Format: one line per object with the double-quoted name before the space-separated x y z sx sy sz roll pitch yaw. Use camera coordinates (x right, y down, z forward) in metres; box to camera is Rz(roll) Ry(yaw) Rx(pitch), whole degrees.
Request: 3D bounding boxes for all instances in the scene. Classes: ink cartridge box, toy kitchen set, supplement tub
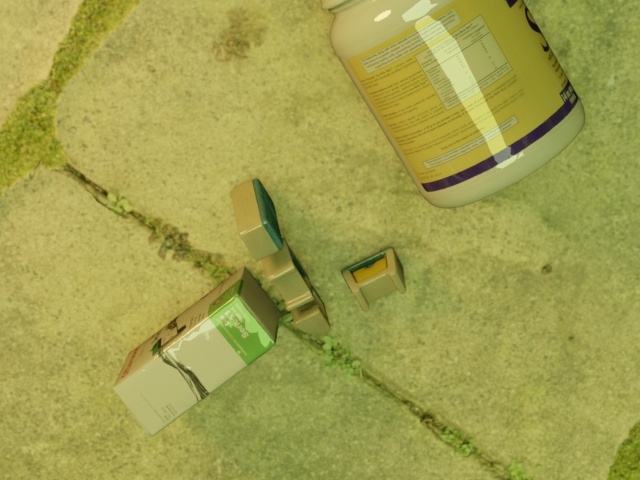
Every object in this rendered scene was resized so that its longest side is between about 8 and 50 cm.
"ink cartridge box" -0.168 0.151 1.982 0.219 0.160 0.093 -37 100 8
"toy kitchen set" 0.000 0.000 1.986 0.166 0.122 0.207 -26 123 6
"supplement tub" 0.161 -0.235 1.842 0.241 0.241 0.331 -30 103 7

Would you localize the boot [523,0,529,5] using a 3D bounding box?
"boot" 0.237 -0.413 1.856 0.095 0.123 0.258 -6 104 2
